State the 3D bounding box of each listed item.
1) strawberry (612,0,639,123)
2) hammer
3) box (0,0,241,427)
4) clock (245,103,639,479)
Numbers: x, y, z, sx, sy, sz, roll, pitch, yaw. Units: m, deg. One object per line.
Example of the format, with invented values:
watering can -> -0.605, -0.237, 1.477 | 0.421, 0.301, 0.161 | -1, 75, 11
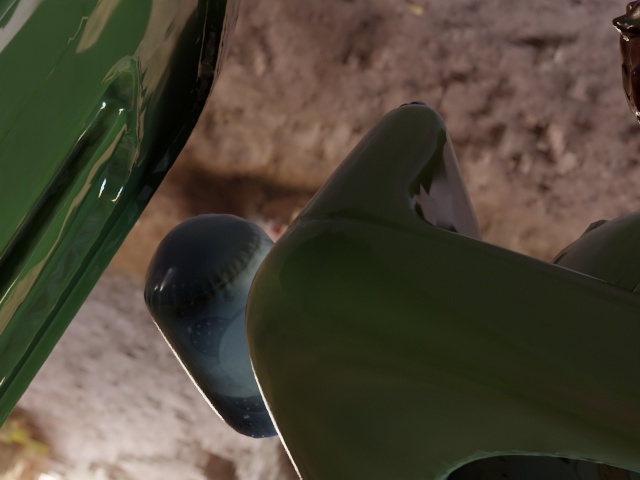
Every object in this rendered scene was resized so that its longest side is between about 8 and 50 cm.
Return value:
strawberry -> 0.169, -0.050, 0.666 | 0.087, 0.167, 0.208 | -10, 156, 24
hammer -> 0.000, 0.000, 0.861 | 0.069, 0.194, 0.116 | 10, 139, 46
box -> -0.161, -0.018, 0.460 | 0.178, 0.328, 0.253 | 30, 158, 3
clock -> 0.156, 0.105, 0.603 | 0.348, 0.117, 0.286 | 16, 144, 34
